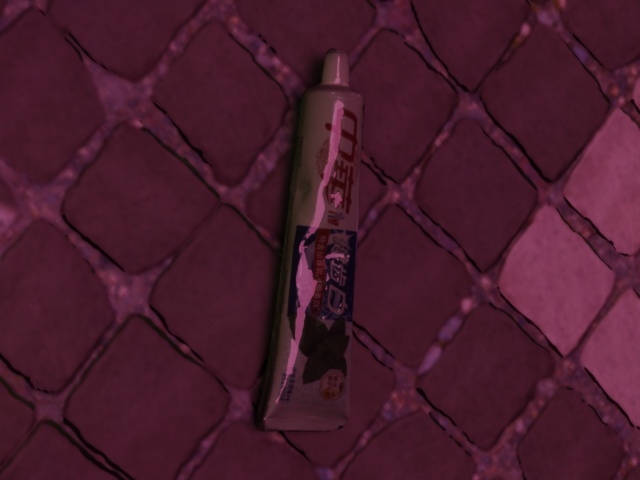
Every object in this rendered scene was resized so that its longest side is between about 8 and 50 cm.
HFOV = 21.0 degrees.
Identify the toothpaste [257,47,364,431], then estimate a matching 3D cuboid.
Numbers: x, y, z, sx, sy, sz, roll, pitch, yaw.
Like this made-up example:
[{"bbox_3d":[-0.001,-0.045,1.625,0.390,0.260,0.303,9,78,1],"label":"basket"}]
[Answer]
[{"bbox_3d":[0.000,0.000,1.040,0.060,0.038,0.233,6,87,-25],"label":"toothpaste"}]
